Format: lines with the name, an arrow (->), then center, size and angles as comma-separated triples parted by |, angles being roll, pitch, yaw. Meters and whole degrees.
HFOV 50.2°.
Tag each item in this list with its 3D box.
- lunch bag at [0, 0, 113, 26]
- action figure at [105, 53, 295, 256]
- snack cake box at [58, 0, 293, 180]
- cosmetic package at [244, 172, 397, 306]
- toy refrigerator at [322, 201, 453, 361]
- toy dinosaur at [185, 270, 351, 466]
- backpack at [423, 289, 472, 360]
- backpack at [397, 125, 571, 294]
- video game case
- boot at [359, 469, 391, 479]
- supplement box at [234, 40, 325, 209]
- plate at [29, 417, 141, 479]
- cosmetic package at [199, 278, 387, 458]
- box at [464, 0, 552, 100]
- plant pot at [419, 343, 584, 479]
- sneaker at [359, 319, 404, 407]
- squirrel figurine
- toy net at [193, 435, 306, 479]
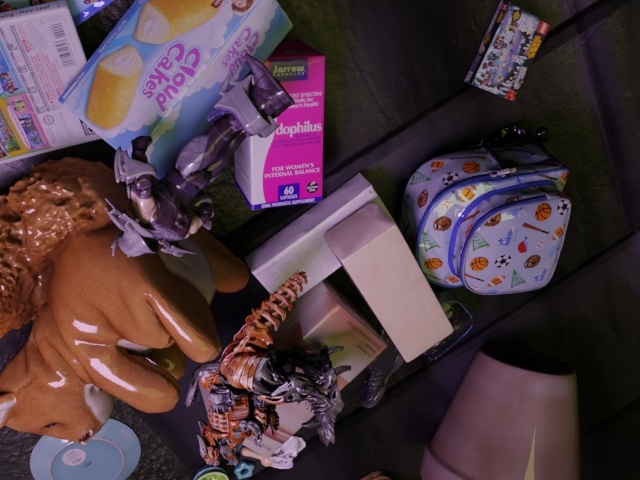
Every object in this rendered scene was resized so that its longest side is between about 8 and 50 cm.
lunch bag -> -0.316, -0.376, 0.789 | 0.293, 0.138, 0.221 | -32, 126, 9
action figure -> -0.150, -0.086, 0.816 | 0.285, 0.099, 0.185 | -48, 166, 1
snack cake box -> -0.181, -0.225, 0.862 | 0.264, 0.152, 0.089 | -52, 157, -1
cosmetic package -> 0.000, 0.000, 1.138 | 0.239, 0.060, 0.099 | -36, 127, 0
toy refrigerator -> 0.115, 0.072, 1.134 | 0.102, 0.094, 0.269 | -35, 127, -1
toy dinosaur -> -0.080, 0.208, 1.025 | 0.218, 0.164, 0.322 | 17, 126, -11
backpack -> 0.217, 0.149, 1.287 | 0.114, 0.084, 0.105 | -37, 121, 5
backpack -> 0.269, -0.030, 1.149 | 0.263, 0.213, 0.276 | -5, 122, -7
video game case -> -0.386, -0.189, 0.865 | 0.193, 0.023, 0.212 | -17, 146, -12
boot -> 0.099, 0.626, 1.387 | 0.236, 0.269, 0.089 | -40, 123, 3
supplement box -> -0.063, -0.169, 0.994 | 0.111, 0.114, 0.220 | -8, 118, -17
plate -> -0.415, 0.392, 1.214 | 0.188, 0.024, 0.188 | -9, 120, -16
cosmetic package -> -0.051, 0.215, 1.194 | 0.296, 0.129, 0.153 | -45, 124, 7
box -> 0.304, -0.306, 1.110 | 0.094, 0.027, 0.137 | 12, 112, -27
plant pot -> 0.380, 0.368, 1.365 | 0.323, 0.323, 0.280 | 6, 97, -24
sneaker -> 0.102, 0.239, 1.314 | 0.089, 0.051, 0.170 | 28, 100, -30
squirrel figurine -> -0.361, 0.101, 0.976 | 0.370, 0.281, 0.397 | -40, 110, 16
toy net -> -0.132, 0.457, 1.343 | 0.232, 0.045, 0.122 | -15, 121, -13
